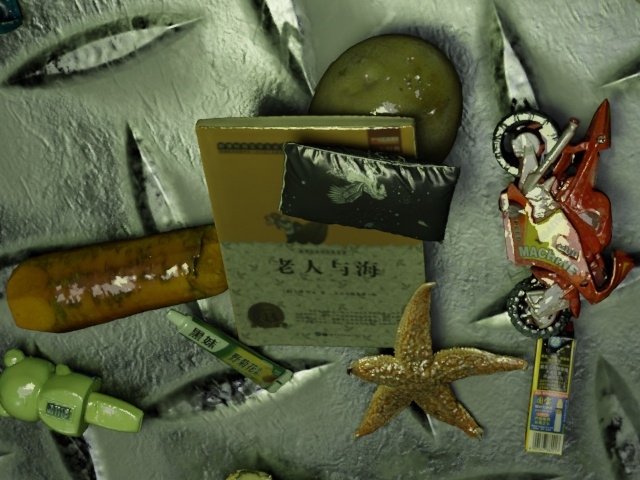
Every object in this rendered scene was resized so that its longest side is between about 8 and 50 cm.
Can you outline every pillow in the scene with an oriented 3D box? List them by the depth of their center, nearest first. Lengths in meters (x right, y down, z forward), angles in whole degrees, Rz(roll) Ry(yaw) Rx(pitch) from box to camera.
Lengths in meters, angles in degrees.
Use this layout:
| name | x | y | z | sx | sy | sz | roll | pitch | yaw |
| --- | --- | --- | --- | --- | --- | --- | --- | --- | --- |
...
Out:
| name | x | y | z | sx | sy | sz | roll | pitch | yaw |
| --- | --- | --- | --- | --- | --- | --- | --- | --- | --- |
| pillow | 0.054 | -0.058 | 1.678 | 0.208 | 0.055 | 0.141 | 9 | 143 | 0 |

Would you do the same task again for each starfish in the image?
| name | x | y | z | sx | sy | sz | roll | pitch | yaw |
| --- | --- | --- | --- | --- | --- | --- | --- | --- | --- |
| starfish | 0.151 | 0.173 | 1.884 | 0.231 | 0.048 | 0.295 | 13 | 123 | -6 |

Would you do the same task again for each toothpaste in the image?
| name | x | y | z | sx | sy | sz | roll | pitch | yaw |
| --- | --- | --- | --- | --- | --- | --- | --- | --- | --- |
| toothpaste | -0.127 | 0.146 | 1.920 | 0.204 | 0.031 | 0.049 | 35 | 117 | -26 |

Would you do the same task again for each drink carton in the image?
| name | x | y | z | sx | sy | sz | roll | pitch | yaw |
| --- | --- | --- | --- | --- | --- | --- | --- | --- | --- |
| drink carton | 0.304 | 0.192 | 1.868 | 0.056 | 0.071 | 0.165 | 6 | 107 | 5 |

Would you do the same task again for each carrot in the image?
| name | x | y | z | sx | sy | sz | roll | pitch | yaw |
| --- | --- | --- | --- | --- | --- | --- | --- | --- | --- |
| carrot | -0.271 | 0.054 | 1.905 | 0.302 | 0.114 | 0.114 | -11 | 104 | 12 |

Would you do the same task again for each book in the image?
| name | x | y | z | sx | sy | sz | roll | pitch | yaw |
| --- | --- | --- | --- | --- | --- | --- | --- | --- | --- |
| book | 0.000 | 0.000 | 1.799 | 0.269 | 0.032 | 0.388 | 0 | 133 | 10 |

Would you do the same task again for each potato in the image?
| name | x | y | z | sx | sy | sz | roll | pitch | yaw |
| --- | --- | --- | --- | --- | --- | --- | --- | --- | --- |
| potato | 0.076 | -0.152 | 1.768 | 0.235 | 0.160 | 0.177 | -35 | 73 | 26 |

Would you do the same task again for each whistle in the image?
| name | x | y | z | sx | sy | sz | roll | pitch | yaw |
| --- | --- | --- | --- | --- | --- | --- | --- | --- | --- |
| whistle | -0.355 | 0.220 | 1.980 | 0.228 | 0.085 | 0.105 | 14 | 108 | 7 |

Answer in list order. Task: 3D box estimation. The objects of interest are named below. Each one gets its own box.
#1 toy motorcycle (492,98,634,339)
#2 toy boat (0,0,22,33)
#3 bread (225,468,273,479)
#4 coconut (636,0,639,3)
| name | x | y | z | sx | sy | sz | roll | pitch | yaw |
| --- | --- | --- | --- | --- | --- | --- | --- | --- | --- |
| toy motorcycle | 0.304 | -0.024 | 1.785 | 0.171 | 0.089 | 0.298 | -4 | 98 | 17 |
| toy boat | -0.482 | -0.396 | 1.820 | 0.062 | 0.096 | 0.299 | -21 | 100 | 24 |
| bread | -0.101 | 0.448 | 1.977 | 0.174 | 0.133 | 0.251 | 17 | 79 | -25 |
| coconut | 0.467 | -0.335 | 1.602 | 0.266 | 0.237 | 0.237 | -12 | 104 | 13 |
